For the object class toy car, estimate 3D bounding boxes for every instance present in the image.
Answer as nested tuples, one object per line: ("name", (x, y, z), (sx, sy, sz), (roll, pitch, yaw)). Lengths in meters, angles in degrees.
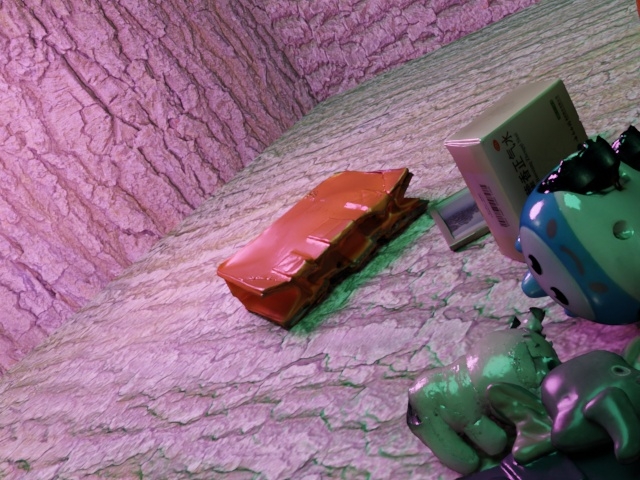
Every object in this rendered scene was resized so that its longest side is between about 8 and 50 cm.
("toy car", (0.310, 0.001, 0.707), (0.255, 0.188, 0.190), (-23, -17, -50))

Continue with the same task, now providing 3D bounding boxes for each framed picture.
("framed picture", (0.343, -0.092, 1.166), (0.289, 0.016, 0.213), (-29, 19, 10))

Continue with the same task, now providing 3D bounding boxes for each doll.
("doll", (0.180, 0.156, 0.687), (0.192, 0.095, 0.149), (-32, 16, 11))

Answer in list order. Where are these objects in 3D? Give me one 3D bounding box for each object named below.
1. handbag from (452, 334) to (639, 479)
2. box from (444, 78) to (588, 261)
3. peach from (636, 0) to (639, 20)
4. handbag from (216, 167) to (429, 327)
("handbag", (0.266, 0.169, 0.491), (0.326, 0.118, 0.269), (-33, 18, -6))
("box", (0.306, -0.101, 0.939), (0.168, 0.212, 0.095), (-37, 20, -13))
("peach", (0.632, -0.343, 0.853), (0.406, 0.309, 0.335), (-22, 29, -11))
("handbag", (0.000, 0.000, 1.356), (0.410, 0.116, 0.304), (-40, 23, -19))
